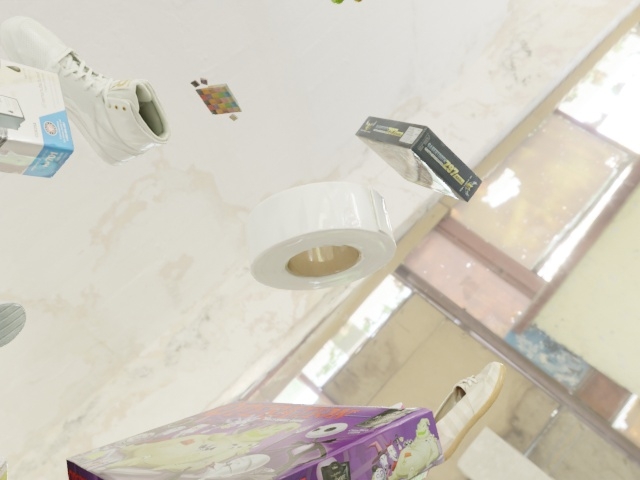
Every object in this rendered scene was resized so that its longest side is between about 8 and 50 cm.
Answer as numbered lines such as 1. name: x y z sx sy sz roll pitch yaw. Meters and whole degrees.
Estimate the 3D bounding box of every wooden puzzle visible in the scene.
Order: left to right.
1. wooden puzzle: -0.142 -0.198 0.761 0.083 0.050 0.006 57 -141 -51

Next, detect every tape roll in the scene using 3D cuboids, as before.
1. tape roll: 0.000 0.000 1.053 0.287 0.100 0.286 -8 -26 -4

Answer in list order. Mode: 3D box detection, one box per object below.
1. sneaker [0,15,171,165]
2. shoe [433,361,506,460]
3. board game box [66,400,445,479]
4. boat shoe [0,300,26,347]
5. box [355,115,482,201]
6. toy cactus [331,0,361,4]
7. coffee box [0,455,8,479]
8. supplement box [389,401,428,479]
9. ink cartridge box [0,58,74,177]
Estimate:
1. sneaker: -0.375 -0.267 0.914 0.292 0.169 0.108 53 -139 -34
2. shoe: 0.253 0.291 0.963 0.219 0.058 0.076 -45 -4 -22
3. board game box: -0.087 0.199 0.493 0.208 0.056 0.347 -4 -11 -37
4. boat shoe: -0.608 0.159 0.925 0.226 0.076 0.083 -48 -43 -76
5. box: 0.198 -0.173 1.123 0.183 0.233 0.059 37 -90 -28
6. toy cactus: 0.086 -0.472 0.898 0.112 0.180 0.219 0 -40 -45
7. coffee box: -0.878 0.582 1.071 0.337 0.338 0.334 -67 1 -53
8. supplement box: 0.061 0.376 0.901 0.220 0.111 0.113 -22 -33 -11
9. ink cartridge box: -0.447 -0.170 0.719 0.082 0.139 0.191 -31 -20 32
